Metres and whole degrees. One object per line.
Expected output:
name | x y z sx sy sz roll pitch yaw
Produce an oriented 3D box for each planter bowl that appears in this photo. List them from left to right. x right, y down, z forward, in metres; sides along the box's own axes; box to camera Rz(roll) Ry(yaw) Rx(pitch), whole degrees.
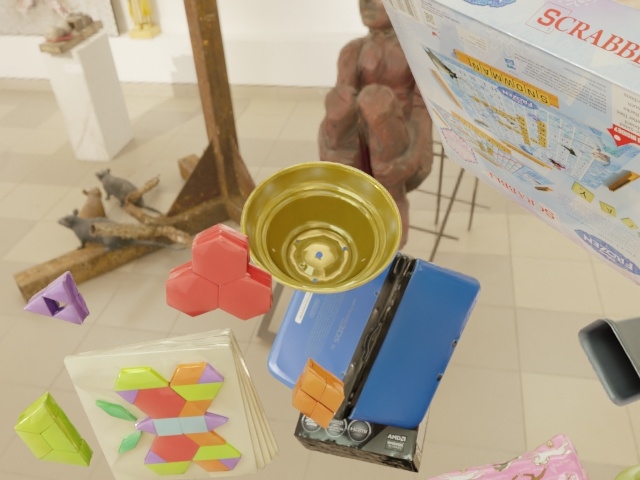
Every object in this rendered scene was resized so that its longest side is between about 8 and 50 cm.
planter bowl | 0.000 0.000 0.847 0.217 0.090 0.217 1 56 -2

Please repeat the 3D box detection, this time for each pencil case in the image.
pencil case | 0.283 0.471 1.078 0.386 0.167 0.160 -20 45 9

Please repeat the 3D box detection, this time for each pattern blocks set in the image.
pattern blocks set | -0.123 0.150 0.524 0.285 0.325 0.026 -17 34 10

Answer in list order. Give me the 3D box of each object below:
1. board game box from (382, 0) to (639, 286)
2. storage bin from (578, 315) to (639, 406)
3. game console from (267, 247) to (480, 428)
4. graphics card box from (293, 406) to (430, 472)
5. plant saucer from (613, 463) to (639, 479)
board game box | 0.218 -0.119 0.601 0.066 0.318 0.319 -44 53 -2
storage bin | 0.505 0.192 0.993 0.091 0.098 0.135 -10 64 -21
game console | 0.089 0.148 1.039 0.250 0.293 0.173 27 8 31
graphics card box | 0.111 0.244 1.199 0.233 0.094 0.371 6 58 21
plant saucer | 0.693 0.526 1.168 0.241 0.037 0.241 1 35 -1
